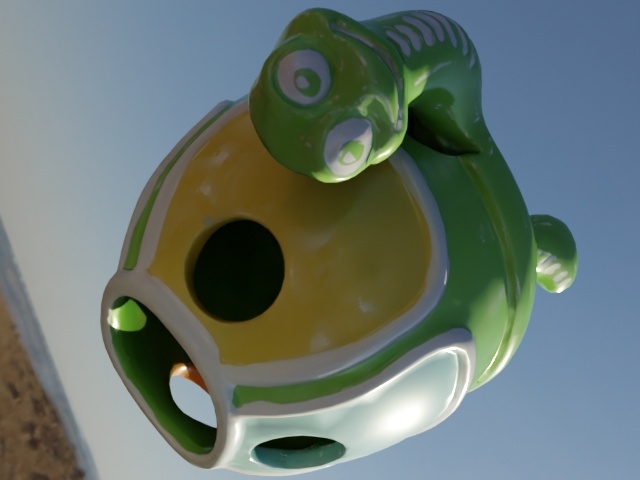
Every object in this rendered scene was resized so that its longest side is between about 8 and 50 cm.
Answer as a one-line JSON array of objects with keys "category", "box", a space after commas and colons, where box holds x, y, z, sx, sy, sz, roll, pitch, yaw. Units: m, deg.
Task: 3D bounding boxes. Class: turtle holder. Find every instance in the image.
[{"category": "turtle holder", "box": [0.006, 0.018, 0.551, 0.243, 0.227, 0.320, 61, -31, -5]}]
